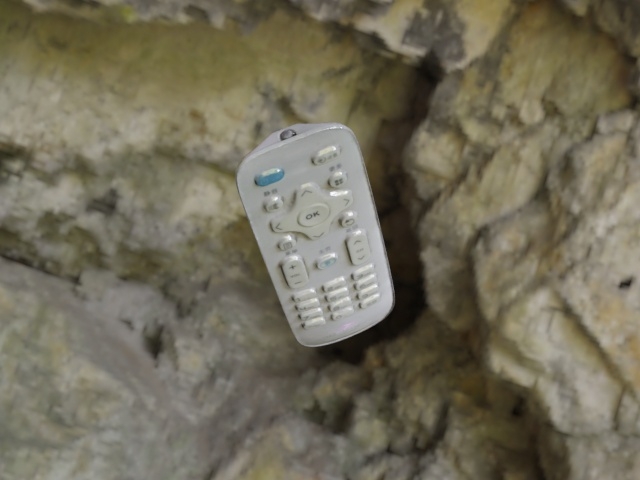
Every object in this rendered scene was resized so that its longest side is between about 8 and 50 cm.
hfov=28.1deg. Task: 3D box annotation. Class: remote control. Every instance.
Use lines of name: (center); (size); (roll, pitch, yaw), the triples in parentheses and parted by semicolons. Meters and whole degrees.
remote control: (0.000, 0.000, 0.786); (0.073, 0.044, 0.229); (-20, -34, -1)
